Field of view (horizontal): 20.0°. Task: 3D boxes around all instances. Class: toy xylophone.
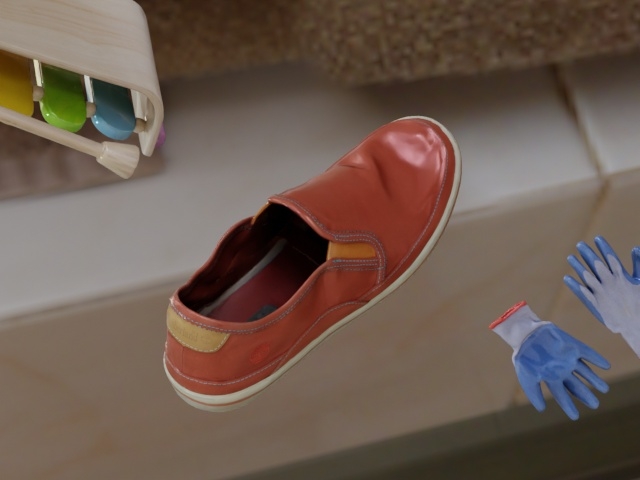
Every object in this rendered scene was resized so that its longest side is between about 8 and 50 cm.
[{"bbox_3d":[-0.261,-0.151,1.512,0.081,0.322,0.236,-50,31,35],"label":"toy xylophone"}]

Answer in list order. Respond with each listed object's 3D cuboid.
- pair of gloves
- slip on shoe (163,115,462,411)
[{"bbox_3d":[0.287,0.093,1.953,0.159,0.198,0.023,49,-178,-19],"label":"pair of gloves"},{"bbox_3d":[0.000,0.000,1.446,0.123,0.331,0.101,30,146,29],"label":"slip on shoe"}]
